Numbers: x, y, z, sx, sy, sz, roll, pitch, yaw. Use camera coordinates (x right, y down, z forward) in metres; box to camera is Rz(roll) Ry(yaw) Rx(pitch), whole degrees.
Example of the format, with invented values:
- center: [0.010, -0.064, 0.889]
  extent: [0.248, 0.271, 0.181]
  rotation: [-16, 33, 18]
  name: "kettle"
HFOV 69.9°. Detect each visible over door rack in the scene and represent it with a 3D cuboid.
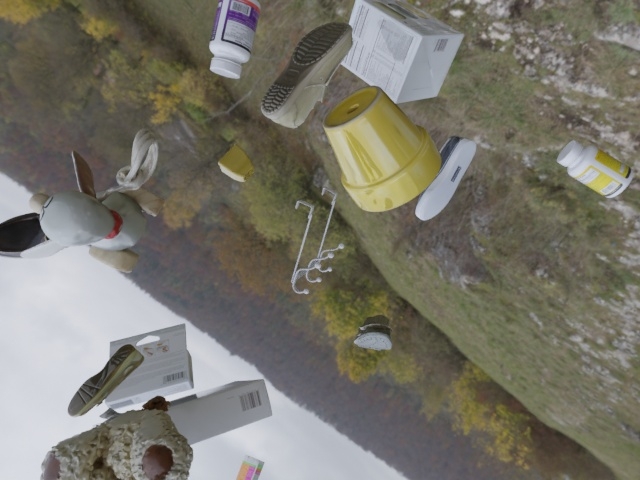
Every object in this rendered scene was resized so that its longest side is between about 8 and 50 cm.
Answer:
- center: [0.000, 0.000, 1.584]
  extent: [0.108, 0.323, 0.239]
  rotation: [12, -160, 20]
  name: "over door rack"

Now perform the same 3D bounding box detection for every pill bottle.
- center: [0.499, -0.133, 0.838]
  extent: [0.116, 0.065, 0.065]
  rotation: [32, 170, 1]
  name: "pill bottle"
- center: [-0.228, -0.531, 1.194]
  extent: [0.108, 0.193, 0.108]
  rotation: [14, -175, -1]
  name: "pill bottle"

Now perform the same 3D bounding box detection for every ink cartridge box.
- center: [-0.584, 0.426, 1.571]
  extent: [0.238, 0.276, 0.060]
  rotation: [-111, 12, -45]
  name: "ink cartridge box"

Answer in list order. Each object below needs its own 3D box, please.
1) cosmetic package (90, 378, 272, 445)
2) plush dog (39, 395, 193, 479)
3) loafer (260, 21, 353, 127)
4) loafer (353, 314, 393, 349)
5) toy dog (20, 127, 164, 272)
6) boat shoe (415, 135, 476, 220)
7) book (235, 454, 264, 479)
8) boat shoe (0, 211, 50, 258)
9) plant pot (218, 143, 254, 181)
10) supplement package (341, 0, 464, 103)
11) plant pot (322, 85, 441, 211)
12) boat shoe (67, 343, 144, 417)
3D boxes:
- center: [-0.340, 0.433, 1.101]
  extent: [0.284, 0.378, 0.097]
  rotation: [-32, 71, 62]
  name: "cosmetic package"
- center: [-0.311, 0.422, 0.810]
  extent: [0.210, 0.263, 0.225]
  rotation: [-40, -60, -82]
  name: "plush dog"
- center: [-0.022, -0.355, 0.993]
  extent: [0.102, 0.268, 0.092]
  rotation: [37, 176, 35]
  name: "loafer"
- center: [0.134, 0.230, 1.175]
  extent: [0.095, 0.087, 0.251]
  rotation: [10, 165, 1]
  name: "loafer"
- center: [-0.369, -0.051, 0.724]
  extent: [0.161, 0.220, 0.333]
  rotation: [24, 155, -6]
  name: "toy dog"
- center: [0.391, -0.211, 1.517]
  extent: [0.108, 0.301, 0.102]
  rotation: [22, -170, -43]
  name: "boat shoe"
- center: [-0.221, 0.718, 1.352]
  extent: [0.035, 0.144, 0.096]
  rotation: [34, 151, -19]
  name: "book"
- center: [-0.728, -0.040, 1.288]
  extent: [0.130, 0.356, 0.132]
  rotation: [-22, 85, 53]
  name: "boat shoe"
- center: [-0.245, -0.225, 1.383]
  extent: [0.083, 0.081, 0.081]
  rotation: [39, 170, 6]
  name: "plant pot"
- center: [0.229, -0.566, 1.351]
  extent: [0.262, 0.199, 0.198]
  rotation: [46, 138, 27]
  name: "supplement package"
- center: [0.137, -0.240, 1.145]
  extent: [0.239, 0.254, 0.254]
  rotation: [51, 164, -31]
  name: "plant pot"
- center: [-0.396, 0.266, 0.852]
  extent: [0.056, 0.153, 0.048]
  rotation: [10, 141, 38]
  name: "boat shoe"
